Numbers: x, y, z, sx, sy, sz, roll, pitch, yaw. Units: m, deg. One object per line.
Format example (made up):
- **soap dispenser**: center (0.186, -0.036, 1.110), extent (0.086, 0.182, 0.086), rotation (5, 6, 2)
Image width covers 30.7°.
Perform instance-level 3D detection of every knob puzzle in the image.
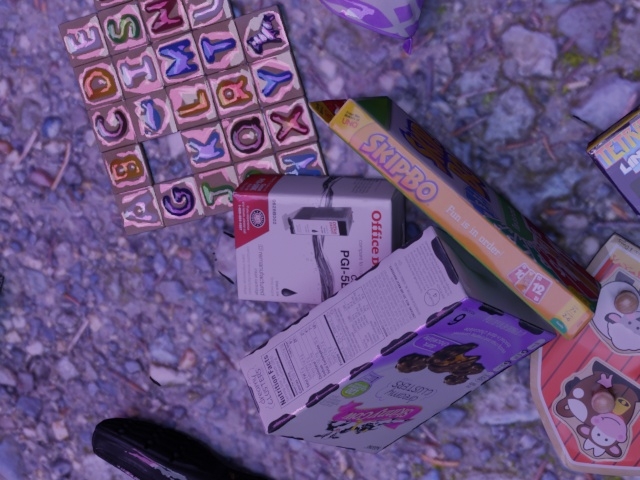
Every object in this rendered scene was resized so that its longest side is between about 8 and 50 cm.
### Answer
- **knob puzzle**: center (0.258, 0.118, 0.957), extent (0.213, 0.030, 0.213), rotation (4, 105, 14)

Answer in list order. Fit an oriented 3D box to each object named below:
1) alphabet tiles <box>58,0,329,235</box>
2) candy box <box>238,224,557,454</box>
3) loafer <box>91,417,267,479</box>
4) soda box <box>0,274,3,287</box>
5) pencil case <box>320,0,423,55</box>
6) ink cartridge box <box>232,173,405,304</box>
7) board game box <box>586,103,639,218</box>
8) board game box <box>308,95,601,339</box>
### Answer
- **alphabet tiles**: center (-0.115, -0.136, 1.002), extent (0.198, 0.009, 0.237), rotation (-13, 101, 18)
- **candy box**: center (0.063, 0.087, 0.926), extent (0.196, 0.165, 0.070), rotation (-37, 59, 21)
- **loafer**: center (-0.113, 0.234, 1.061), extent (0.223, 0.076, 0.078), rotation (27, 102, 3)
- **soda box**: center (-0.452, 0.030, 1.092), extent (0.286, 0.091, 0.098), rotation (24, 108, 8)
- **pencil case**: center (0.075, -0.253, 0.885), extent (0.088, 0.086, 0.206), rotation (20, 112, -20)
- **ink cartridge box**: center (0.000, 0.000, 0.976), extent (0.135, 0.056, 0.099), rotation (2, 109, 13)
- **board game box**: center (0.313, -0.067, 0.885), extent (0.170, 0.048, 0.141), rotation (-38, 90, 21)
- **board game box**: center (0.107, -0.031, 0.899), extent (0.259, 0.124, 0.039), rotation (40, 106, 7)
